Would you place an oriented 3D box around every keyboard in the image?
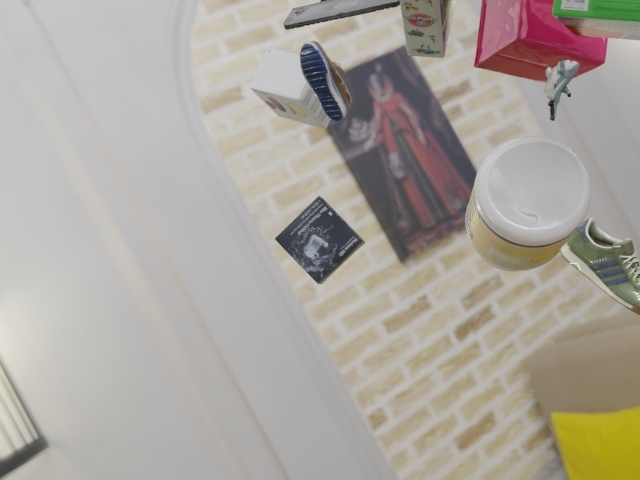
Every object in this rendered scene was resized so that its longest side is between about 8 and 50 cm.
[{"bbox_3d":[0.072,-0.577,2.060,0.317,0.033,0.201,-5,35,21],"label":"keyboard"}]

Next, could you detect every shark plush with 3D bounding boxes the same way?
[{"bbox_3d":[0.590,-0.373,2.067,0.073,0.067,0.161,139,148,-64],"label":"shark plush"}]

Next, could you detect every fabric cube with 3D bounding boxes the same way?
[{"bbox_3d":[0.588,-0.582,2.250,0.258,0.254,0.259,9,-7,-14],"label":"fabric cube"}]

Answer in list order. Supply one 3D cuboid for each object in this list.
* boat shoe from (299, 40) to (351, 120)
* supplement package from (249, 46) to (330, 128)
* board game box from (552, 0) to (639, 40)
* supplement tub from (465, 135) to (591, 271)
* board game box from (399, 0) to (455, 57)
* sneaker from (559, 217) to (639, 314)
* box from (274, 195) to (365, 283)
[{"bbox_3d":[0.013,-0.345,1.785,0.066,0.183,0.066,3,41,36],"label":"boat shoe"},{"bbox_3d":[-0.072,-0.470,2.618,0.203,0.194,0.149,38,-106,-58],"label":"supplement package"},{"bbox_3d":[0.568,-0.412,1.539,0.242,0.064,0.316,11,11,23],"label":"board game box"},{"bbox_3d":[0.451,-0.067,1.888,0.241,0.241,0.331,-28,-16,-4],"label":"supplement tub"},{"bbox_3d":[0.254,-0.593,1.947,0.097,0.224,0.303,8,-15,14],"label":"board game box"},{"bbox_3d":[0.485,0.038,1.373,0.064,0.192,0.086,-15,-42,-47],"label":"sneaker"},{"bbox_3d":[0.000,0.000,2.081,0.156,0.158,0.093,-44,-7,2],"label":"box"}]
